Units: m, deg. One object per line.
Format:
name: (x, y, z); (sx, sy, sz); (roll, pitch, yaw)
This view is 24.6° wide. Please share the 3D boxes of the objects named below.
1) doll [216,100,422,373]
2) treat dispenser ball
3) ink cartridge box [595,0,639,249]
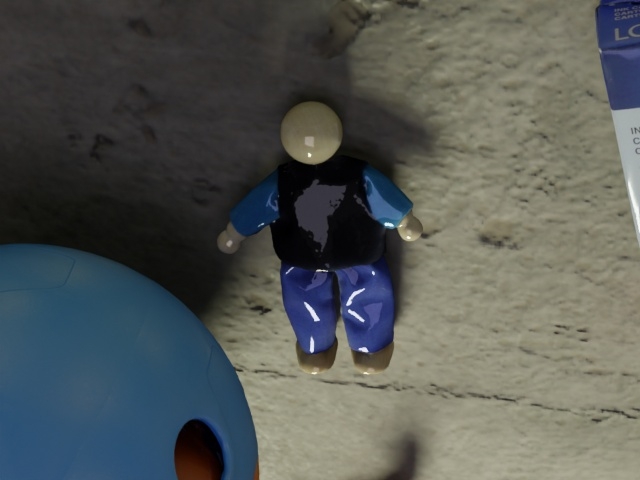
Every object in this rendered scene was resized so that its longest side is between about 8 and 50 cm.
doll: (0.000, 0.000, 0.908); (0.129, 0.046, 0.189); (0, 126, 9)
treat dispenser ball: (-0.180, 0.146, 0.897); (0.288, 0.288, 0.288); (5, 127, 7)
ink cartridge box: (0.263, -0.047, 0.818); (0.186, 0.065, 0.311); (-9, 122, 16)
